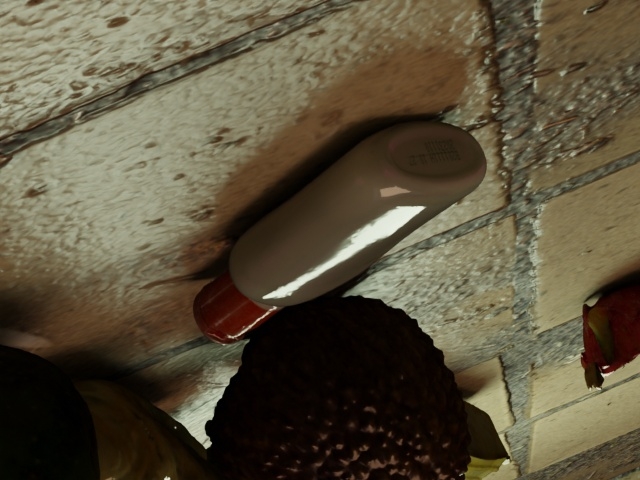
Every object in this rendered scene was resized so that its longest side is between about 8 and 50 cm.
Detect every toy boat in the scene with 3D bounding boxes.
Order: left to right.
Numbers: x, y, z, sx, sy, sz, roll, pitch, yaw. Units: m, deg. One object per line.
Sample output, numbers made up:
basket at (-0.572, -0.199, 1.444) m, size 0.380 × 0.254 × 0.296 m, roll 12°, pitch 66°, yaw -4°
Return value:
toy boat at (0.096, 0.206, 1.929) m, size 0.115 × 0.089 × 0.310 m, roll -30°, pitch 163°, yaw 14°

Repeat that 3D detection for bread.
bread at (-0.153, 0.173, 1.381) m, size 0.152 × 0.130 × 0.268 m, roll 10°, pitch 164°, yaw 16°

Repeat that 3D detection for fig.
fig at (-0.248, 0.137, 1.128) m, size 0.245 × 0.195 × 0.195 m, roll 21°, pitch 149°, yaw -14°

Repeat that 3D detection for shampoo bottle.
shampoo bottle at (0.000, 0.000, 1.183) m, size 0.108 × 0.051 × 0.221 m, roll -10°, pitch 160°, yaw -46°

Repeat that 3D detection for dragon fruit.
dragon fruit at (0.282, 0.074, 1.808) m, size 0.126 × 0.068 × 0.112 m, roll -38°, pitch 179°, yaw 7°

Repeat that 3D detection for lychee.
lychee at (0.013, 0.130, 1.418) m, size 0.194 × 0.194 × 0.194 m, roll -21°, pitch 164°, yaw -6°

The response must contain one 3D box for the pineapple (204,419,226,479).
pineapple at (-0.085, 0.220, 1.600) m, size 0.364 × 0.165 × 0.165 m, roll -21°, pitch 164°, yaw -11°
